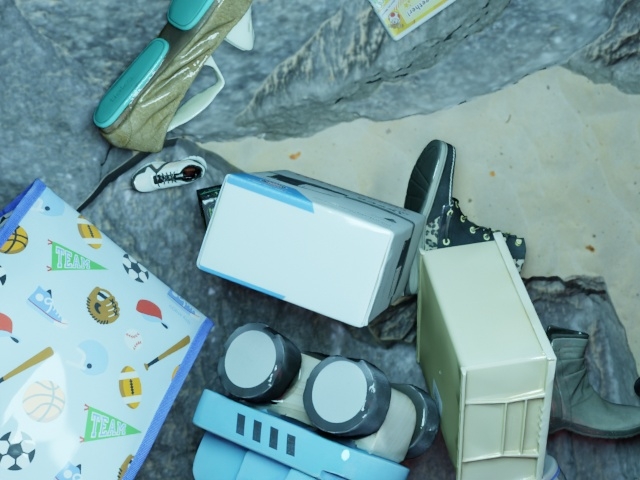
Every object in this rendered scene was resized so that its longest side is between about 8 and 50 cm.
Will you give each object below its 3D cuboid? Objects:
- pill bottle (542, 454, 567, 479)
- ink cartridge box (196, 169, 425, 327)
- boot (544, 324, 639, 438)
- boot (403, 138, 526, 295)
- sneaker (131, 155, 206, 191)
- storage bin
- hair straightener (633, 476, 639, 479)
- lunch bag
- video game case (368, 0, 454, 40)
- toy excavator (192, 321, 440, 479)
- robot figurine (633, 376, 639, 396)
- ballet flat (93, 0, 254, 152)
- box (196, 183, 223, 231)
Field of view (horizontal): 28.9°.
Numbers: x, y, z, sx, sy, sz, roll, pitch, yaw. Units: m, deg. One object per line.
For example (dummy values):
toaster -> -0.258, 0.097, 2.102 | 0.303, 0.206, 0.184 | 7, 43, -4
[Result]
pill bottle -> 0.362, 0.411, 1.945 | 0.078, 0.078, 0.137 | -31, 107, -3
ink cartridge box -> 0.000, 0.000, 1.628 | 0.223, 0.307, 0.129 | 19, 98, 10
boot -> 0.400, 0.216, 1.912 | 0.247, 0.083, 0.161 | 5, 96, -14
boot -> 0.213, -0.026, 1.814 | 0.179, 0.085, 0.236 | 6, 108, -15
sneaker -> -0.211, -0.092, 1.730 | 0.109, 0.044, 0.040 | -17, 107, -6
storage bin -> 0.221, 0.176, 1.728 | 0.123, 0.262, 0.260 | -8, 129, -6
hair straightener -> 0.609, 0.413, 2.012 | 0.230, 0.047, 0.089 | 11, 100, -14
lunch bag -> -0.371, 0.179, 1.580 | 0.328, 0.385, 0.239 | 39, 132, -17
video game case -> 0.142, -0.428, 1.738 | 0.227, 0.026, 0.206 | -35, 107, -3
toy excavator -> -0.110, 0.345, 1.717 | 0.222, 0.433, 0.445 | 35, 74, -57
robot figurine -> 0.629, 0.206, 1.909 | 0.278, 0.173, 0.209 | -19, 111, -7
ballet flat -> -0.167, -0.258, 1.677 | 0.124, 0.116, 0.342 | 31, 95, -37
box -> -0.140, -0.041, 1.735 | 0.052, 0.083, 0.062 | -13, 105, -9
